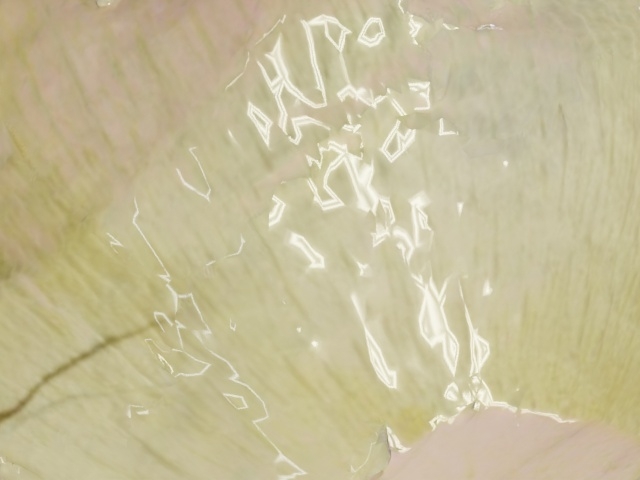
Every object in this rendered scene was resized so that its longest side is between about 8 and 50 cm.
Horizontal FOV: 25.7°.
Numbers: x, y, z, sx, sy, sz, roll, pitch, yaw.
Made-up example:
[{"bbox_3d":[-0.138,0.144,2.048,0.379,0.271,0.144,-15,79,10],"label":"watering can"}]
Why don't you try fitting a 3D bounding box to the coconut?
[{"bbox_3d":[0.000,0.000,0.468,0.297,0.254,0.297,-15,130,-18],"label":"coconut"}]
